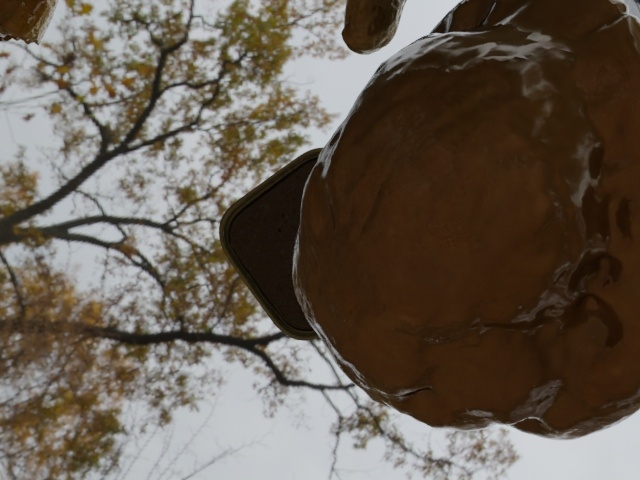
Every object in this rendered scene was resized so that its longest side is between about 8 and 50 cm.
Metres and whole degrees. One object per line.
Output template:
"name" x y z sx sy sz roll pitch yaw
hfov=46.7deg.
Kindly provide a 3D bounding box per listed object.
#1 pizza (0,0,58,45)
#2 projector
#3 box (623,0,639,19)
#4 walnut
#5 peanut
"pizza" -0.458 -0.407 1.101 0.278 0.114 0.409 -37 -135 17
"projector" 0.000 0.000 1.240 0.248 0.249 0.248 -36 -91 6
"box" 0.376 -0.152 0.952 0.345 0.251 0.204 48 -47 -10
"walnut" 0.151 -0.011 0.644 0.383 0.383 0.383 20 -60 40
"peanut" 0.090 -0.368 1.050 0.099 0.099 0.214 26 -81 37
